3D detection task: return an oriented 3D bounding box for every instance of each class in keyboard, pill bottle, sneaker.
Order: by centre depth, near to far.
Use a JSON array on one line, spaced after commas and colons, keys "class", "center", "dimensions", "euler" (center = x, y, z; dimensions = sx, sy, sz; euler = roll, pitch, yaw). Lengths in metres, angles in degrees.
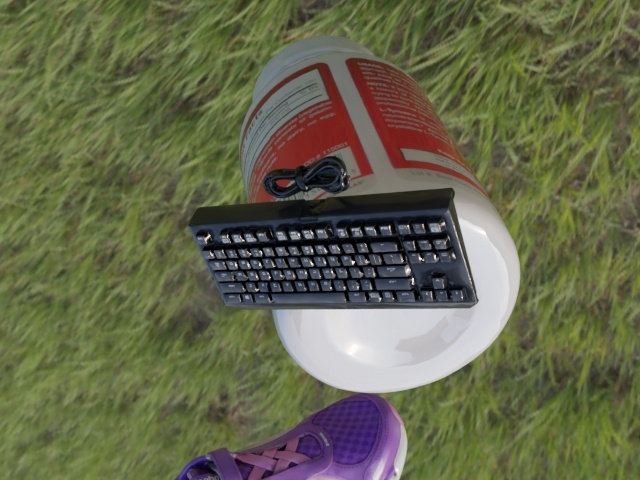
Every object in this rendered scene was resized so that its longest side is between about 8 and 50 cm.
[{"class": "keyboard", "center": [0.000, 0.000, 0.550], "dimensions": [0.180, 0.023, 0.108], "euler": [-3, 118, 29]}, {"class": "sneaker", "center": [-0.046, 0.187, 0.677], "dimensions": [0.236, 0.095, 0.104], "euler": [-33, 135, 1]}, {"class": "pill bottle", "center": [0.036, -0.056, 0.950], "dimensions": [0.229, 0.407, 0.229], "euler": [-6, 127, -8]}]
